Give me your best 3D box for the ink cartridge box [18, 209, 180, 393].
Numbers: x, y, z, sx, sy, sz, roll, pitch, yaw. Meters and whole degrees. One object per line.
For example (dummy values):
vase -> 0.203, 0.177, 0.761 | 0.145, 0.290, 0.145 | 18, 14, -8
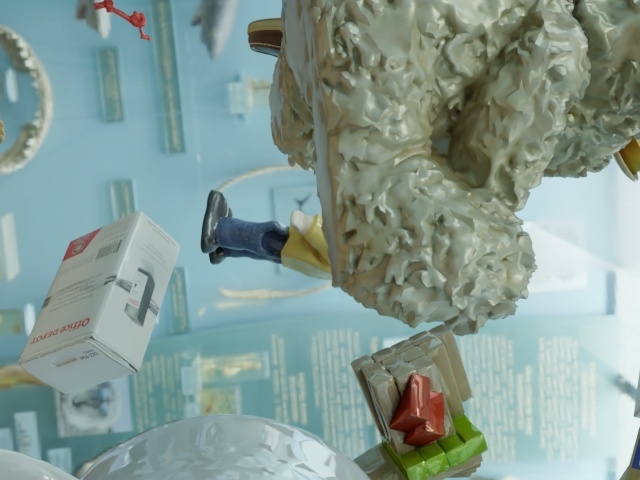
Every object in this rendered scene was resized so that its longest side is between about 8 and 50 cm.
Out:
ink cartridge box -> -0.299, 0.085, 1.194 | 0.092, 0.159, 0.217 | 46, 40, -32

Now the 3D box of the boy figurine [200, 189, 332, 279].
boy figurine -> 0.000, 0.000, 1.060 | 0.177, 0.285, 0.092 | 69, 27, -72

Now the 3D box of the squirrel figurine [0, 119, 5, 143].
squirrel figurine -> -0.714, -0.223, 1.197 | 0.281, 0.397, 0.370 | 62, 0, 12

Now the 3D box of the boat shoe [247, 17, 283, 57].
boat shoe -> 0.024, -0.271, 1.405 | 0.123, 0.342, 0.123 | 4, 103, -71

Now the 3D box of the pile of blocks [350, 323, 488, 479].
pile of blocks -> 0.102, 0.272, 0.865 | 0.112, 0.149, 0.362 | -134, -133, -67

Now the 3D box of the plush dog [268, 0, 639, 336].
plush dog -> 0.099, -0.101, 0.452 | 0.262, 0.226, 0.210 | -114, -158, -59

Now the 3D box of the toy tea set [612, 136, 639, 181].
toy tea set -> 0.487, -0.269, 1.432 | 0.200, 0.124, 0.336 | 26, 43, -47

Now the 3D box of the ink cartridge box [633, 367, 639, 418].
ink cartridge box -> 0.790, 0.301, 1.672 | 0.226, 0.306, 0.131 | 89, 19, -63

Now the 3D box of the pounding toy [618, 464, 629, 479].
pounding toy -> 0.425, 0.347, 1.128 | 0.181, 0.206, 0.094 | -3, -63, 47

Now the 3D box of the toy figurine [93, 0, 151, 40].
toy figurine -> -0.189, -0.459, 1.262 | 0.191, 0.362, 0.217 | 45, -2, -27

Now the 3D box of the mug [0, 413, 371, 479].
mug -> -0.094, 0.259, 0.488 | 0.374, 0.276, 0.328 | 45, 7, -12

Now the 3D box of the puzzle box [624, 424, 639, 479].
puzzle box -> 0.427, 0.327, 0.727 | 0.409, 0.052, 0.272 | 4, -112, 51
